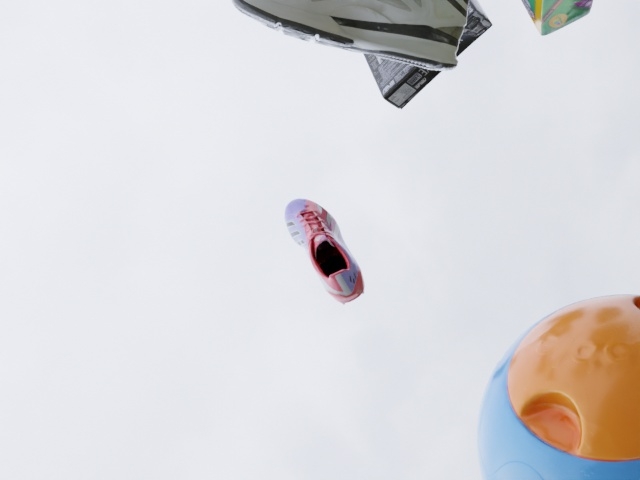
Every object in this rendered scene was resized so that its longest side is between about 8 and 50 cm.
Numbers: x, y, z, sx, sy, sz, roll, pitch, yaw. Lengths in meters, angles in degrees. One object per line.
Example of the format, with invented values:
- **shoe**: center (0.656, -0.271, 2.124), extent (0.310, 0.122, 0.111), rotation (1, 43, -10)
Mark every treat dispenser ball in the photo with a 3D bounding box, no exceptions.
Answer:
- **treat dispenser ball**: center (0.295, 0.195, 0.689), extent (0.288, 0.288, 0.289), rotation (-10, -75, -42)

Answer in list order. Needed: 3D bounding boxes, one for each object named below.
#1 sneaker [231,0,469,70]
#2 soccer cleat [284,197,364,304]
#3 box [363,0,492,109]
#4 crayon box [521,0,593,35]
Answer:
- **sneaker**: center (0.069, -0.492, 1.370), extent (0.447, 0.169, 0.258), rotation (12, -79, -6)
- **soccer cleat**: center (0.000, 0.000, 1.226), extent (0.083, 0.248, 0.095), rotation (-29, -38, -1)
- **box**: center (0.248, -0.519, 1.818), extent (0.076, 0.307, 0.243), rotation (21, -141, -41)
- **crayon box**: center (0.285, -0.446, 1.015), extent (0.279, 0.081, 0.165), rotation (67, -168, 12)
